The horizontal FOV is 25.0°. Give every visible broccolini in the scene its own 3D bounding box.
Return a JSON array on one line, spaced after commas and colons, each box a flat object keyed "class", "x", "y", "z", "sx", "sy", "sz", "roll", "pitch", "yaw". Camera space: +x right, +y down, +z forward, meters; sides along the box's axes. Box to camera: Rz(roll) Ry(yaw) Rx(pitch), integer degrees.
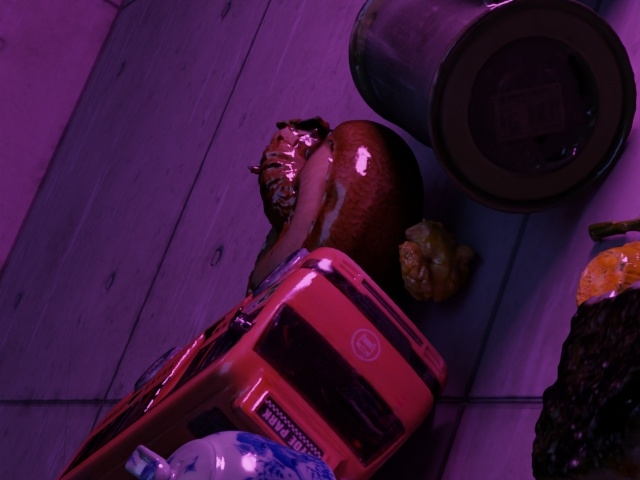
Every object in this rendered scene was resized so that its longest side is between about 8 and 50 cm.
[{"class": "broccolini", "x": 0.270, "y": -0.017, "z": 1.238, "sx": 0.140, "sy": 0.035, "sz": 0.030, "roll": -11, "pitch": 51, "yaw": 63}]

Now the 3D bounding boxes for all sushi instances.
[{"class": "sushi", "x": 0.270, "y": 0.108, "z": 0.894, "sx": 0.350, "sy": 0.210, "sz": 0.171, "roll": -27, "pitch": 45, "yaw": 62}]

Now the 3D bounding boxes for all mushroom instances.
[{"class": "mushroom", "x": 0.012, "y": -0.002, "z": 1.585, "sx": 0.297, "sy": 0.163, "sz": 0.278, "roll": 131, "pitch": 142, "yaw": -53}]

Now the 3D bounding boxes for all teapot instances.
[{"class": "teapot", "x": 0.147, "y": -0.194, "z": 1.439, "sx": 0.337, "sy": 0.200, "sz": 0.271, "roll": -131, "pitch": 30, "yaw": -67}, {"class": "teapot", "x": -0.080, "y": 0.209, "z": 1.111, "sx": 0.232, "sy": 0.159, "sz": 0.159, "roll": 17, "pitch": 80, "yaw": 62}]

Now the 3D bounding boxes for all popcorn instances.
[{"class": "popcorn", "x": 0.113, "y": 0.026, "z": 1.476, "sx": 0.084, "sy": 0.084, "sz": 0.084, "roll": -46, "pitch": 28, "yaw": 33}]

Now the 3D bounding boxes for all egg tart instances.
[{"class": "egg tart", "x": 0.247, "y": 0.042, "z": 1.215, "sx": 0.105, "sy": 0.039, "sz": 0.105, "roll": -43, "pitch": 31, "yaw": 34}]

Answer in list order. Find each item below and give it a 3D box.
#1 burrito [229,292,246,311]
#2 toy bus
[{"class": "burrito", "x": -0.086, "y": 0.090, "z": 1.844, "sx": 0.118, "sy": 0.044, "sz": 0.074, "roll": -47, "pitch": 25, "yaw": 27}, {"class": "toy bus", "x": -0.086, "y": 0.195, "z": 1.437, "sx": 0.427, "sy": 0.203, "sz": 0.233, "roll": -38, "pitch": 7, "yaw": 44}]
